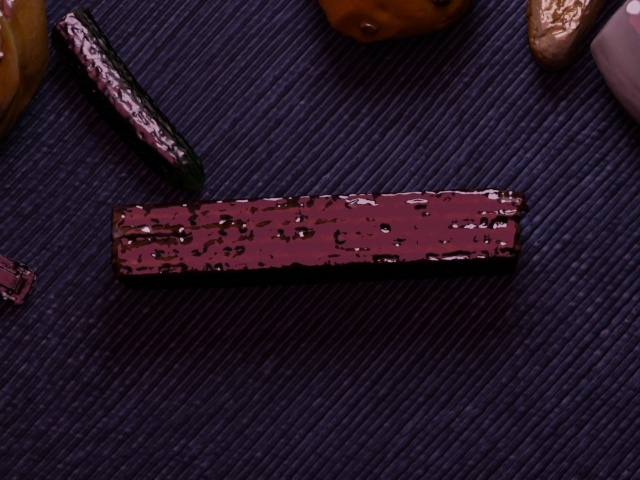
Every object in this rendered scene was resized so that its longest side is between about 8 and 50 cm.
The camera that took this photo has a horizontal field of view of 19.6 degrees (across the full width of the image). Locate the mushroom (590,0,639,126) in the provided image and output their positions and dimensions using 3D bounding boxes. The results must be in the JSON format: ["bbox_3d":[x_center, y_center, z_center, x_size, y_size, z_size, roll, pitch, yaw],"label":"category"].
[{"bbox_3d":[0.386,-0.115,1.704,0.159,0.122,0.328,-38,81,7],"label":"mushroom"}]

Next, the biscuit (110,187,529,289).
[{"bbox_3d":[0.000,0.000,1.718,0.388,0.107,0.073,-3,82,3],"label":"biscuit"}]

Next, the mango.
[{"bbox_3d":[0.080,-0.306,1.744,0.136,0.166,0.236,6,53,-37],"label":"mango"}]

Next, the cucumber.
[{"bbox_3d":[-0.184,-0.129,1.782,0.058,0.052,0.214,-34,81,-31],"label":"cucumber"}]

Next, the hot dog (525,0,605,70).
[{"bbox_3d":[0.258,-0.275,1.756,0.073,0.084,0.242,30,86,7],"label":"hot dog"}]

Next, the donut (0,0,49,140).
[{"bbox_3d":[-0.437,-0.209,1.754,0.360,0.170,0.360,0,77,0],"label":"donut"}]

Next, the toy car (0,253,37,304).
[{"bbox_3d":[-0.318,0.028,1.777,0.093,0.025,0.041,29,83,4],"label":"toy car"}]
